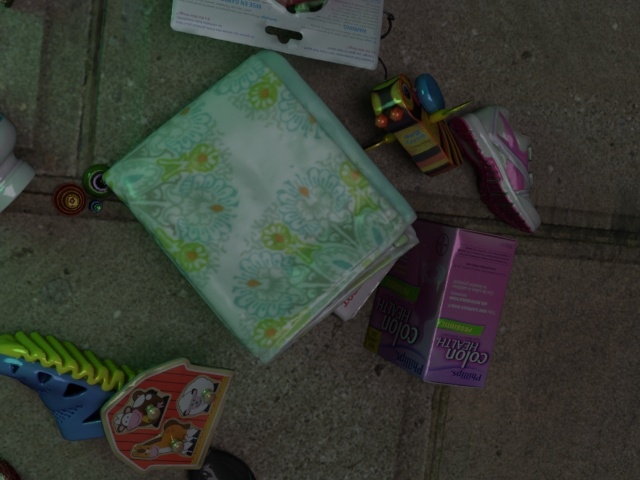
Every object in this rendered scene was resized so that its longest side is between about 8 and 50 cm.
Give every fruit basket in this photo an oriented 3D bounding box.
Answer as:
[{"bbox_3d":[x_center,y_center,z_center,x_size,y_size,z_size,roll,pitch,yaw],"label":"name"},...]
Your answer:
[{"bbox_3d":[-0.047,-0.451,1.317,0.327,0.165,0.353,6,95,-23],"label":"fruit basket"}]

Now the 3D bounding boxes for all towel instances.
[{"bbox_3d":[-0.079,-0.052,1.313,0.320,0.090,0.374,-40,89,-10],"label":"towel"}]

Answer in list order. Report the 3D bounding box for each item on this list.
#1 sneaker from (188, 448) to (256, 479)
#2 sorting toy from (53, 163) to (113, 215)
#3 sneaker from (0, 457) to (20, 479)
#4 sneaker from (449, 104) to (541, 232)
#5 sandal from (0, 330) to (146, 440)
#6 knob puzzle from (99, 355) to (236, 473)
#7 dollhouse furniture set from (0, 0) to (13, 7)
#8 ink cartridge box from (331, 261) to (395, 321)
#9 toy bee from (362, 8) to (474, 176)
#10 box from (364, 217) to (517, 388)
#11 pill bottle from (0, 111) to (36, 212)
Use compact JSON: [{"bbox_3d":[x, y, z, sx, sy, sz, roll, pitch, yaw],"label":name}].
[{"bbox_3d":[-0.118,0.452,1.450,0.101,0.106,0.267,-34,107,-13],"label":"sneaker"},{"bbox_3d":[-0.340,-0.068,1.317,0.102,0.042,0.061,-35,109,-15],"label":"sorting toy"},{"bbox_3d":[-0.464,0.419,1.310,0.092,0.088,0.225,-18,104,-18],"label":"sneaker"},{"bbox_3d":[0.329,-0.128,1.555,0.111,0.103,0.252,-35,110,-13],"label":"sneaker"},{"bbox_3d":[-0.347,0.235,1.318,0.317,0.126,0.138,27,91,-22],"label":"sandal"},{"bbox_3d":[-0.228,0.261,1.307,0.213,0.030,0.213,-15,119,-28],"label":"knob puzzle"},{"bbox_3d":[-0.480,-0.353,1.174,0.151,0.123,0.144,-1,98,-22],"label":"dollhouse furniture set"},{"bbox_3d":[0.000,0.000,1.440,0.219,0.092,0.160,43,79,-21],"label":"ink cartridge box"},{"bbox_3d":[0.125,-0.198,1.429,0.298,0.162,0.195,34,128,-15],"label":"toy bee"},{"bbox_3d":[0.190,0.092,1.468,0.117,0.213,0.243,10,94,-24],"label":"box"},{"bbox_3d":[-0.507,-0.148,1.181,0.264,0.146,0.146,45,80,-22],"label":"pill bottle"}]
